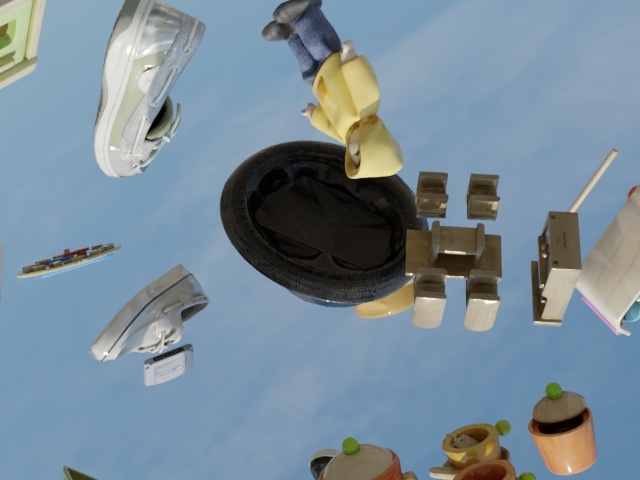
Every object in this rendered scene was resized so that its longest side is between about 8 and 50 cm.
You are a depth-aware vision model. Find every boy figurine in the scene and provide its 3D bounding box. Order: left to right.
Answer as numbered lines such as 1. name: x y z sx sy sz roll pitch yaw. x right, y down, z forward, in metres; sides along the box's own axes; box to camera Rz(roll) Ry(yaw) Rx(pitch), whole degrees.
1. boy figurine: 0.021 -0.208 1.920 0.092 0.285 0.177 -20 167 -32

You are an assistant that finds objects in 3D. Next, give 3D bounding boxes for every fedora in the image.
1. fedora: 0.000 0.000 2.099 0.334 0.152 0.334 4 -129 -5
2. fedora: 0.113 0.088 2.364 0.194 0.079 0.194 -14 -171 2

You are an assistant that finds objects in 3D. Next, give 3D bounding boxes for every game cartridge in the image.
1. game cartridge: -0.236 0.194 2.061 0.083 0.056 0.017 -20 -134 -27

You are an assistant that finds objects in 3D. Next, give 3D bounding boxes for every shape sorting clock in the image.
1. shape sorting clock: -0.483 0.036 2.560 0.206 0.040 0.206 -17 -177 1

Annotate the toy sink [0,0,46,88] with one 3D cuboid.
1. toy sink: -0.453 -0.264 1.709 0.153 0.131 0.234 -35 167 -33

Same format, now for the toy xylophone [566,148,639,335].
1. toy xylophone: 0.516 -0.012 2.181 0.323 0.081 0.236 -51 -124 31

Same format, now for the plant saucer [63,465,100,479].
1. plant saucer: -0.245 0.378 1.722 0.045 0.188 0.188 -61 -155 1

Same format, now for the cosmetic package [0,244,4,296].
1. cosmetic package: -0.623 0.067 1.952 0.365 0.197 0.155 1 -95 53

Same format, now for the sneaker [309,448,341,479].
1. sneaker: 0.059 0.418 2.008 0.079 0.217 0.121 -32 -155 28

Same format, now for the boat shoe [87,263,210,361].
1. boat shoe: -0.244 0.122 1.964 0.096 0.088 0.267 -49 177 25

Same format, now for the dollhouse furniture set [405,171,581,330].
1. dollhouse furniture set: 0.244 0.036 1.950 0.242 0.161 0.212 3 -121 0

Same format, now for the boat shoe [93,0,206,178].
1. boat shoe: -0.208 -0.172 1.616 0.320 0.103 0.118 111 -3 -55

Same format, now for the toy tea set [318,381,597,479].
1. toy tea set: 0.150 0.244 1.497 0.336 0.124 0.200 -27 -162 -27
